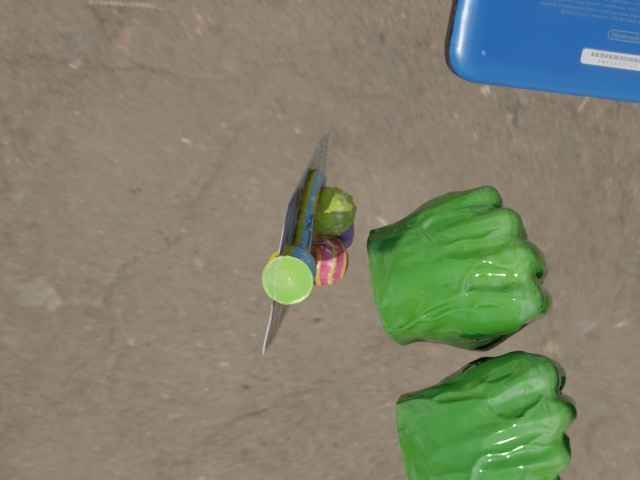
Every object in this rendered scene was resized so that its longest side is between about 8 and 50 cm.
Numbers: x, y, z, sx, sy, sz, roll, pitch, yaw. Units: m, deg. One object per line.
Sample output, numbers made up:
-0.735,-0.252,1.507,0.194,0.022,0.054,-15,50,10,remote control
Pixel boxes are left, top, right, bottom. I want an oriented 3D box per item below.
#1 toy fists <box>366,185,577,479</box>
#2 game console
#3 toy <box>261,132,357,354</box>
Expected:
0.137,0.093,1.088,0.142,0.096,0.279,-17,72,26,toy fists
0.238,-0.257,1.100,0.293,0.173,0.250,5,106,-15,game console
0.000,0.000,1.156,0.056,0.237,0.137,12,110,8,toy
